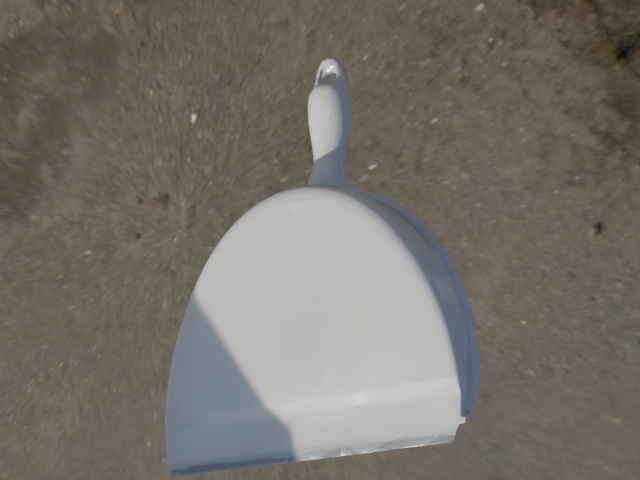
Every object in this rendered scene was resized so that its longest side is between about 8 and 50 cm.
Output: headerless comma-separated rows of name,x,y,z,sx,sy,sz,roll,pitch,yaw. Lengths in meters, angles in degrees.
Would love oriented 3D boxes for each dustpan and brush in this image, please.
dustpan and brush,0.000,0.000,0.549,0.147,0.060,0.211,-11,69,23
